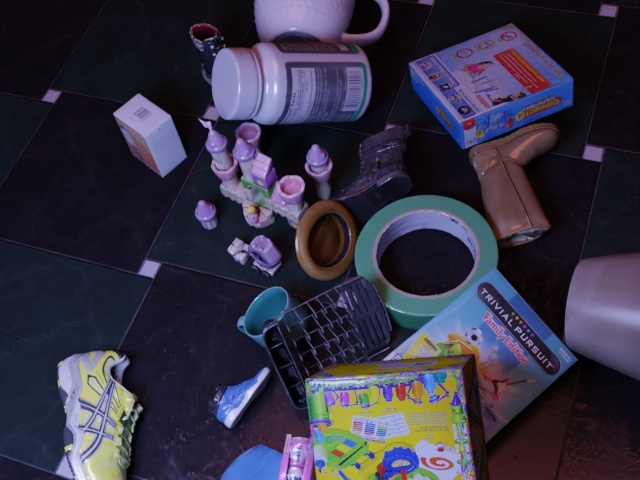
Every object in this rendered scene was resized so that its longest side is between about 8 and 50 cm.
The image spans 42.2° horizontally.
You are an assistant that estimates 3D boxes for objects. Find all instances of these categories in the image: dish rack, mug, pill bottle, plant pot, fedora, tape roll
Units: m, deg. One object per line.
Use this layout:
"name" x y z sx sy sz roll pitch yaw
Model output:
"dish rack" 0.023 0.206 1.753 0.272 0.208 0.074 -26 22 -10
"mug" 0.003 -0.632 2.254 0.374 0.276 0.327 7 62 -2
"pill bottle" -0.071 -0.390 2.060 0.361 0.204 0.204 -6 52 -29
"plant pot" 0.643 0.148 1.634 0.281 0.323 0.323 8 59 28
"fedora" 0.000 0.000 1.931 0.079 0.194 0.194 -5 48 51
"tape roll" 0.240 0.046 1.886 0.322 0.077 0.321 -4 58 6
"mug" -0.097 0.177 1.838 0.129 0.097 0.158 -54 33 -8

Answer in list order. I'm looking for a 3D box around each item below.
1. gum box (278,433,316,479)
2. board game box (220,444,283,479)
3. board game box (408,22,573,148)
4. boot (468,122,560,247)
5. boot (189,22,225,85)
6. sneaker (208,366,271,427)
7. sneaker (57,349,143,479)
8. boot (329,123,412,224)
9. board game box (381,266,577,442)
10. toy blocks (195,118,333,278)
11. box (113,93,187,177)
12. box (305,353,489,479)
"gum box" -0.035 0.454 1.601 0.062 0.188 0.107 3 59 10
"board game box" -0.127 0.482 1.670 0.169 0.033 0.133 5 44 51
"board game box" 0.424 -0.396 2.096 0.302 0.086 0.308 -22 44 -5
"boot" 0.487 -0.129 1.956 0.236 0.089 0.269 -20 55 11
"boot" -0.255 -0.468 2.232 0.085 0.178 0.236 -43 60 -17
"sneaker" -0.179 0.320 1.789 0.085 0.058 0.152 33 74 17
"sneaker" -0.449 0.388 1.740 0.147 0.145 0.384 -20 58 -3
"boot" 0.116 -0.164 2.036 0.263 0.091 0.229 -24 38 18
"board game box" 0.310 0.256 1.691 0.336 0.079 0.253 -38 79 -14
"toy blocks" -0.158 -0.140 1.960 0.289 0.260 0.309 27 65 23
"box" -0.437 -0.269 2.140 0.130 0.170 0.091 35 68 27
"box" 0.147 0.369 1.535 0.290 0.177 0.279 -6 90 18
